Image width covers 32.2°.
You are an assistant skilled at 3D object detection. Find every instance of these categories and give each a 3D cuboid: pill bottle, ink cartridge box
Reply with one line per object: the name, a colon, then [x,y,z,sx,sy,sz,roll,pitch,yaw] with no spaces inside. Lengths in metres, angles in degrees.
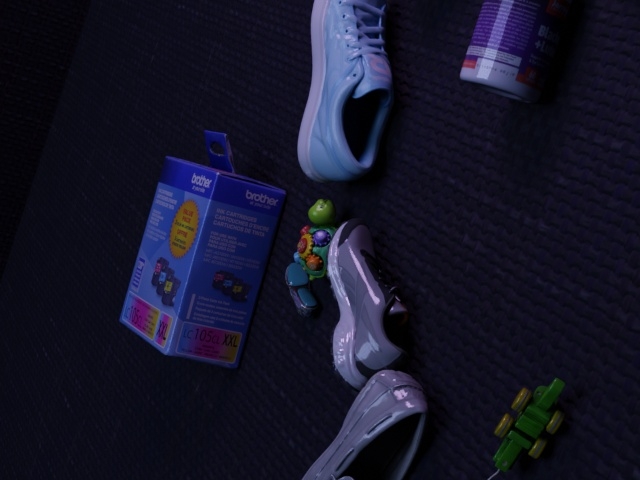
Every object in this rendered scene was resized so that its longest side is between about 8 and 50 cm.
pill bottle: [0.256,-0.281,1.408,0.108,0.108,0.193,27,101,59]
ink cartridge box: [-0.212,0.004,2.024,0.270,0.151,0.395,18,92,60]

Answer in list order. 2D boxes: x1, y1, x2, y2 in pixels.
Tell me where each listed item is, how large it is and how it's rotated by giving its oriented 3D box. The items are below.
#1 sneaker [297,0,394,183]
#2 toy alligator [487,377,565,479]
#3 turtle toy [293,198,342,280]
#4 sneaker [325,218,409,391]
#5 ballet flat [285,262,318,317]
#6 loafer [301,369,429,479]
sneaker: [0.069,-0.266,1.710,0.150,0.135,0.366,8,93,52]
toy alligator: [0.231,0.228,1.287,0.190,0.056,0.051,-62,-9,23]
turtle toy: [0.000,0.000,1.749,0.095,0.066,0.130,19,94,60]
sneaker: [0.075,0.083,1.582,0.108,0.100,0.271,-24,50,24]
ballet flat: [-0.034,0.085,1.800,0.041,0.041,0.114,-58,34,27]
loafer: [0.048,0.325,1.483,0.319,0.112,0.111,-66,23,15]
